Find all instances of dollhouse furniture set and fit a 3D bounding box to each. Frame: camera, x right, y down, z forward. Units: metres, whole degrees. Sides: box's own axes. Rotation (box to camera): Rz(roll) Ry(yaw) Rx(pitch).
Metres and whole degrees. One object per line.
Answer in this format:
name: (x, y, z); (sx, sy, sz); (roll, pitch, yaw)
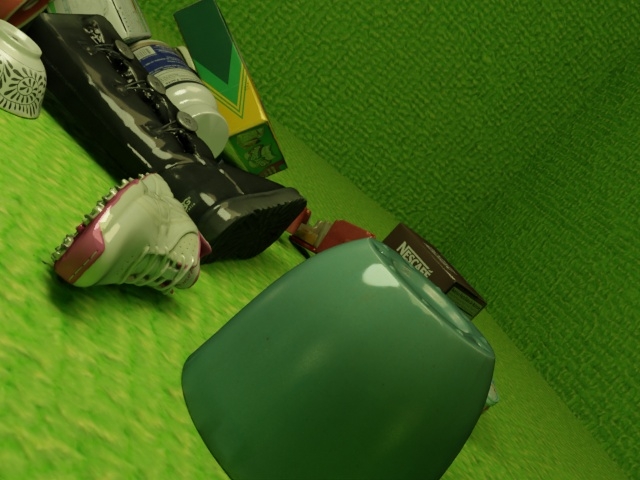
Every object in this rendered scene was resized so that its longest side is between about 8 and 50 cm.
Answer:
dollhouse furniture set: (0.012, 0.039, 1.484); (0.201, 0.152, 0.374); (33, -4, -40)

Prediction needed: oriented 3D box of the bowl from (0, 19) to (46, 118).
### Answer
bowl: (-0.448, -0.257, 1.050); (0.170, 0.080, 0.170); (40, 11, -9)

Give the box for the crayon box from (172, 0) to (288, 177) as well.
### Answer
crayon box: (-0.197, -0.335, 1.737); (0.363, 0.106, 0.313); (64, 1, -79)

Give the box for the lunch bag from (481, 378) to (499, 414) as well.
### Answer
lunch bag: (0.254, 0.253, 1.489); (0.224, 0.108, 0.279); (43, 10, 7)

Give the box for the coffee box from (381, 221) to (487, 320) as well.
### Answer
coffee box: (0.085, 0.117, 1.026); (0.098, 0.246, 0.141); (32, 14, -45)

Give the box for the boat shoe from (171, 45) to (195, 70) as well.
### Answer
boat shoe: (-0.342, -0.371, 1.894); (0.091, 0.109, 0.305); (-15, 61, -29)

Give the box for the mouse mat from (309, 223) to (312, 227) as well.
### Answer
mouse mat: (0.000, 0.000, 1.879); (0.189, 0.007, 0.152); (40, 10, -18)

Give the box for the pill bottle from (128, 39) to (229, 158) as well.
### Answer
pill bottle: (-0.295, -0.267, 1.465); (0.265, 0.153, 0.153); (50, 13, 34)

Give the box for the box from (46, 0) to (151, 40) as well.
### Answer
box: (-0.449, -0.492, 1.433); (0.231, 0.126, 0.262); (-94, 162, -73)

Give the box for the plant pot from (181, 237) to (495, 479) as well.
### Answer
plant pot: (0.042, 0.141, 0.799); (0.293, 0.235, 0.293); (41, 10, -9)

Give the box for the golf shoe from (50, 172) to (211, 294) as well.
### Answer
golf shoe: (-0.194, 0.005, 0.841); (0.140, 0.115, 0.306); (44, 11, -7)

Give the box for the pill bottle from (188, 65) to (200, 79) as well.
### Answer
pill bottle: (-0.297, -0.291, 1.640); (0.112, 0.112, 0.187); (31, 26, -48)

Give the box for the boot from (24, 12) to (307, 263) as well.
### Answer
boot: (-0.246, -0.172, 1.245); (0.445, 0.146, 0.367); (45, 11, 10)

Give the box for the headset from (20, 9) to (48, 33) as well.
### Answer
headset: (-0.627, -0.516, 1.419); (0.394, 0.185, 0.243); (55, 9, -21)

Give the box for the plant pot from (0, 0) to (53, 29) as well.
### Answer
plant pot: (-0.539, -0.476, 1.190); (0.243, 0.275, 0.275); (50, 7, -17)
